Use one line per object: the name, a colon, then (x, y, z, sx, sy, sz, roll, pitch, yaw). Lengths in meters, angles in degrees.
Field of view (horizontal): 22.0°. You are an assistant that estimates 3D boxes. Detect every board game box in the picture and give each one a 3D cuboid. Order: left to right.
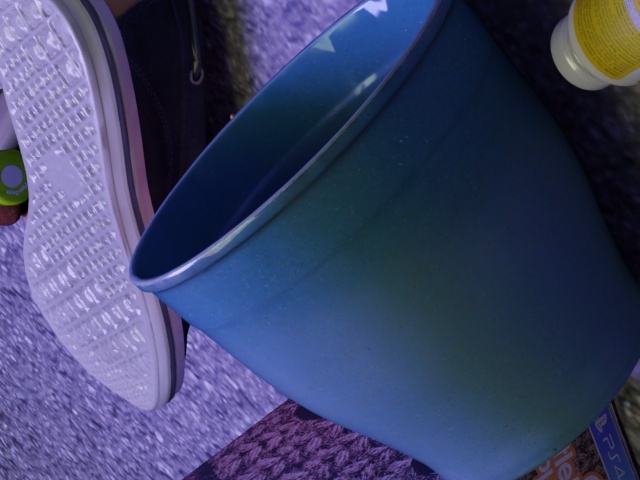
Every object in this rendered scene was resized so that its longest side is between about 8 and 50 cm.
board game box: (0.052, 0.205, 1.226, 0.232, 0.291, 0.141, 10, 129, 53)

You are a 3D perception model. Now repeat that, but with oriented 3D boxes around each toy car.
toy car: (-0.246, -0.056, 1.589, 0.188, 0.149, 0.155, 33, 166, -25)

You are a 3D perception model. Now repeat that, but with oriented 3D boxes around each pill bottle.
pill bottle: (0.175, -0.122, 0.902, 0.065, 0.065, 0.116, 55, 152, -2)

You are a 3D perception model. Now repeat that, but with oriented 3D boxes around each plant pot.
plant pot: (0.064, 0.010, 1.047, 0.255, 0.272, 0.271, 44, 155, -15)

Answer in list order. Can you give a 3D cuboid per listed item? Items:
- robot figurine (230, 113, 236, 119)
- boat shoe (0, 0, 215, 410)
robot figurine: (0.002, 0.000, 1.253, 0.158, 0.128, 0.219, -89, -23, -65)
boat shoe: (-0.162, -0.046, 1.422, 0.186, 0.156, 0.500, 29, 140, 29)
